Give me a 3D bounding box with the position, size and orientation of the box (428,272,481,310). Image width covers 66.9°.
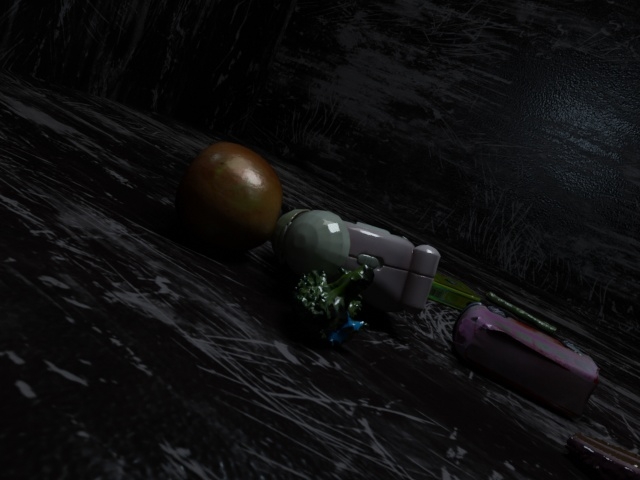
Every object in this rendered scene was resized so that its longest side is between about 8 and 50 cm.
[{"bbox_3d":[0.381,0.151,1.544,0.220,0.064,0.141,23,12,-15],"label":"box"}]

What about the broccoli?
[{"bbox_3d":[0.030,0.104,0.863,0.167,0.160,0.155,28,35,-39],"label":"broccoli"}]

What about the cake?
[{"bbox_3d":[0.541,0.392,0.763,0.116,0.113,0.295,17,8,-39],"label":"cake"}]

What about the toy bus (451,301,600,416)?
[{"bbox_3d":[0.445,0.255,1.071,0.302,0.128,0.147,26,16,8],"label":"toy bus"}]

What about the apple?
[{"bbox_3d":[-0.193,-0.091,1.087,0.253,0.254,0.253,23,12,-5],"label":"apple"}]

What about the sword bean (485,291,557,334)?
[{"bbox_3d":[0.742,0.268,1.803,0.269,0.038,0.043,31,-11,27],"label":"sword bean"}]

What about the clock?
[{"bbox_3d":[0.057,0.033,1.098,0.325,0.184,0.342,21,-6,-14],"label":"clock"}]

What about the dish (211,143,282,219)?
[{"bbox_3d":[-0.246,-0.114,1.318,0.273,0.134,0.273,38,-18,15],"label":"dish"}]
